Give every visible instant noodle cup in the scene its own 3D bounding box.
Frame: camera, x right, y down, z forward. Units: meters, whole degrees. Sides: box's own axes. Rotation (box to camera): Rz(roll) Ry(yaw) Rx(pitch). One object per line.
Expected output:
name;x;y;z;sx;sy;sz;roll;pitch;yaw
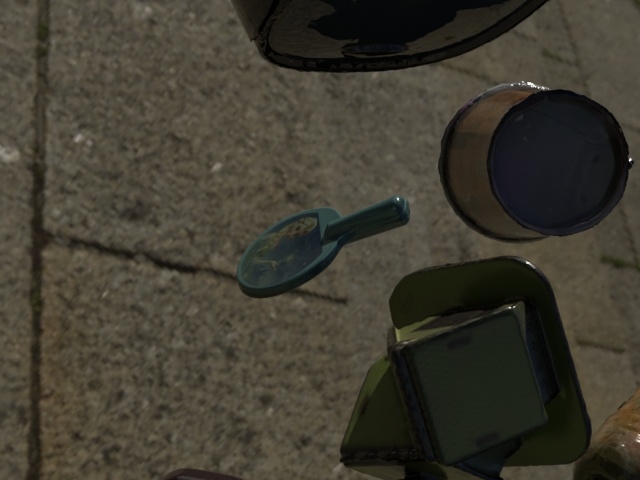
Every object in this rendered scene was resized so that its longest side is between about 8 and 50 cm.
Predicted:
instant noodle cup;0.269;-0.096;1.497;0.217;0.217;0.207;38;1;-5

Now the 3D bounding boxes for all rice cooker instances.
rice cooker;0.043;-0.253;0.810;0.267;0.267;0.225;0;72;-36

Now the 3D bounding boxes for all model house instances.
model house;0.090;0.157;1.127;0.278;0.204;0.218;-22;96;-47

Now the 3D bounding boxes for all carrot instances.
carrot;0.415;0.231;1.445;0.139;0.139;0.302;48;56;5

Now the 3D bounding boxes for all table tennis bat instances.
table tennis bat;0.000;0.000;1.466;0.038;0.237;0.149;57;25;-28

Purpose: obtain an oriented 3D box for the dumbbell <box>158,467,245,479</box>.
dumbbell;-0.125;0.302;1.071;0.140;0.124;0.225;9;14;6
